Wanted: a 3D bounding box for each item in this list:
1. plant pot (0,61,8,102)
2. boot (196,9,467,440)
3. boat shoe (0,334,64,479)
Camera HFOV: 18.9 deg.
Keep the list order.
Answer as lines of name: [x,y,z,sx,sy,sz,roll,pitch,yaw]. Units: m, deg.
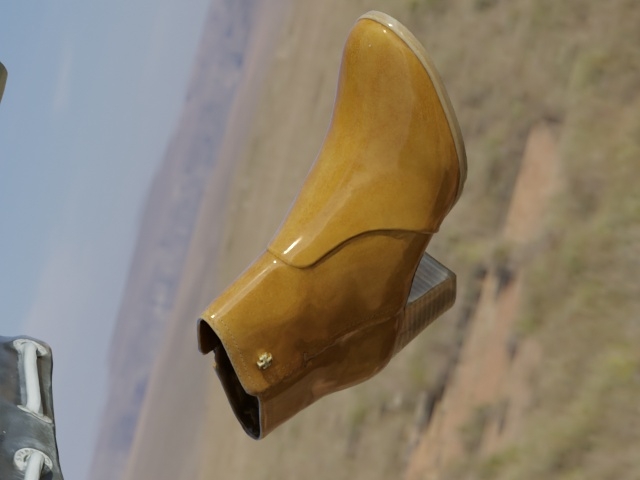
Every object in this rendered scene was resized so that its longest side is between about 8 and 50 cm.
plant pot: [-0.405,-0.067,1.490,0.290,0.290,0.195,124,156,-79]
boot: [-0.001,0.000,1.386,0.211,0.104,0.295,-32,-47,-27]
boat shoe: [-0.091,0.117,0.537,0.306,0.105,0.113,-126,41,-62]
